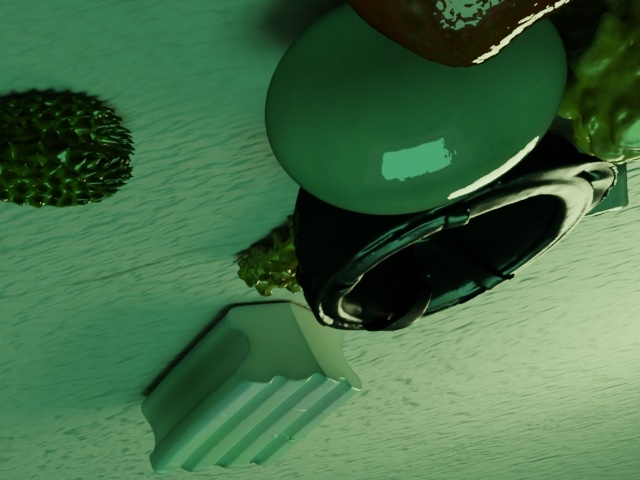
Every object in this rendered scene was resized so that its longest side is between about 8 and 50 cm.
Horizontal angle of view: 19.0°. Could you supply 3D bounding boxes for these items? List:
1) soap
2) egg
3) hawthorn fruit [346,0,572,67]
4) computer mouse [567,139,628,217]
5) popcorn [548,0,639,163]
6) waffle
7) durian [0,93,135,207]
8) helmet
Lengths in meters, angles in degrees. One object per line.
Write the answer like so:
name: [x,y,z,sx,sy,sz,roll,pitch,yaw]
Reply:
soap: [-0.075,0.165,2.121,0.173,0.095,0.289,-3,156,-29]
egg: [0.072,-0.108,1.421,0.231,0.168,0.168,-19,160,-5]
hawthorn fruit: [0.081,-0.206,1.189,0.189,0.189,0.189,-13,159,-5]
computer mouse: [0.224,-0.049,1.820,0.128,0.079,0.231,-10,175,-5]
popcorn: [0.238,-0.136,1.489,0.152,0.167,0.148,10,115,-14]
waffle: [0.000,0.000,1.821,0.192,0.046,0.160,-21,161,15]
durian: [-0.226,-0.061,1.473,0.215,0.086,0.100,-2,169,-37]
helmet: [0.094,-0.045,1.613,0.279,0.160,0.230,-30,158,5]
